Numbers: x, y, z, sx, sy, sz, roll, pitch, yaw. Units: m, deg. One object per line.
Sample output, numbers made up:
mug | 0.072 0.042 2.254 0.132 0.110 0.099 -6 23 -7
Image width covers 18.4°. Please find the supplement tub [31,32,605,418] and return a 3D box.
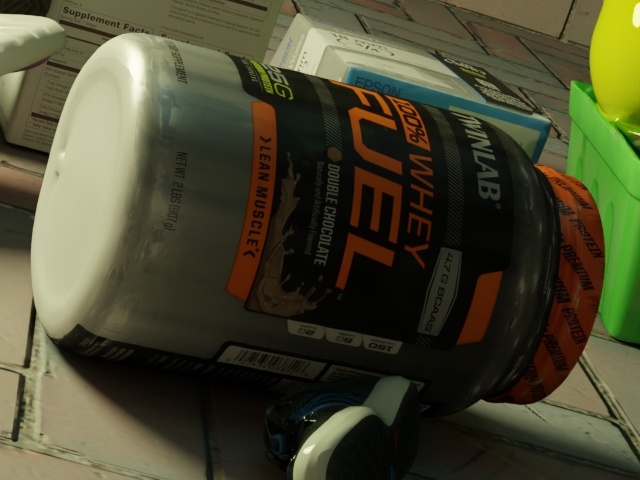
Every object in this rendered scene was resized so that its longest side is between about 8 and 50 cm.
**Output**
supplement tub | 0.000 0.000 1.279 0.338 0.207 0.207 12 16 -23

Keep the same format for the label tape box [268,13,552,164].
label tape box | 0.077 -0.161 2.172 0.240 0.106 0.334 14 15 -20

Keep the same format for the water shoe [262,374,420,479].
water shoe | 0.002 0.125 1.137 0.080 0.073 0.203 0 5 16

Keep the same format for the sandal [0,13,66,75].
sandal | -0.344 -0.086 1.408 0.169 0.102 0.416 10 21 31

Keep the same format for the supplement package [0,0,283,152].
supplement package | -0.158 -0.210 1.739 0.198 0.263 0.199 14 15 -19

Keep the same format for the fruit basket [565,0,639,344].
fruit basket | 0.356 -0.101 1.791 0.283 0.392 0.392 17 15 -7

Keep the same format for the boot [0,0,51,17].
boot | -0.311 -0.195 1.689 0.076 0.189 0.208 42 8 -23
